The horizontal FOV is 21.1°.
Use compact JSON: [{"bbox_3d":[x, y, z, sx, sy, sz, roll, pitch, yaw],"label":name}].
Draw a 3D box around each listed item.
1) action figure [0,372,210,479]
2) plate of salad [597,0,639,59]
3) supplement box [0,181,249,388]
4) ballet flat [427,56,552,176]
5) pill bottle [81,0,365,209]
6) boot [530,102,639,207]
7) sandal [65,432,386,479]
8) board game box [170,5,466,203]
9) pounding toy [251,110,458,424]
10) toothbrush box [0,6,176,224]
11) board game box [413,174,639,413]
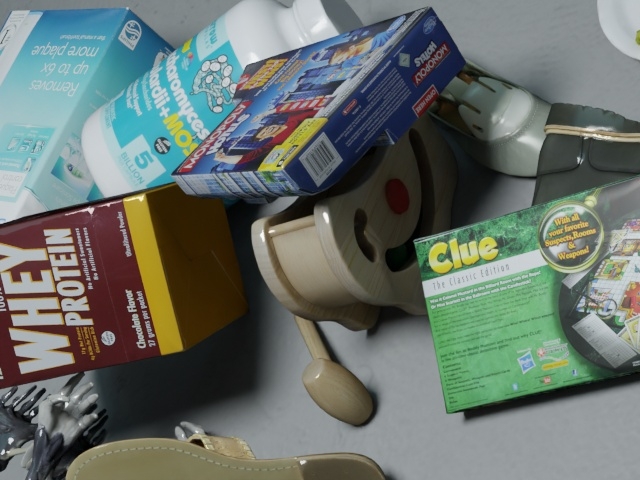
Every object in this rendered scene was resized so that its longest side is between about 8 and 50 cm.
[{"bbox_3d":[-0.178,0.188,1.406,0.141,0.164,0.275,-59,33,-3],"label":"action figure"},{"bbox_3d":[0.301,-0.228,1.359,0.200,0.048,0.200,-25,45,28],"label":"plate of salad"},{"bbox_3d":[-0.189,0.033,1.446,0.194,0.129,0.191,-13,4,15],"label":"supplement box"},{"bbox_3d":[0.125,-0.111,1.419,0.072,0.068,0.213,-52,39,-2],"label":"ballet flat"},{"bbox_3d":[-0.078,-0.122,1.564,0.264,0.146,0.146,-35,41,19],"label":"pill bottle"},{"bbox_3d":[0.234,-0.016,1.252,0.198,0.077,0.137,15,85,48],"label":"boot"},{"bbox_3d":[-0.069,0.189,1.314,0.240,0.079,0.088,0,93,1],"label":"sandal"},{"bbox_3d":[-0.016,-0.094,1.346,0.194,0.060,0.194,-1,41,53],"label":"board game box"},{"bbox_3d":[0.000,0.000,1.382,0.155,0.154,0.270,-16,49,35],"label":"pounding toy"},{"bbox_3d":[-0.283,-0.082,1.749,0.216,0.126,0.296,8,67,47],"label":"toothbrush box"},{"bbox_3d":[0.190,0.034,1.224,0.259,0.030,0.136,-16,81,35],"label":"board game box"}]
